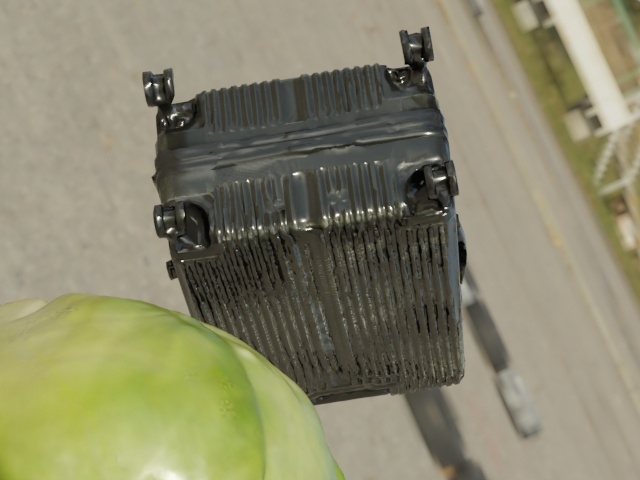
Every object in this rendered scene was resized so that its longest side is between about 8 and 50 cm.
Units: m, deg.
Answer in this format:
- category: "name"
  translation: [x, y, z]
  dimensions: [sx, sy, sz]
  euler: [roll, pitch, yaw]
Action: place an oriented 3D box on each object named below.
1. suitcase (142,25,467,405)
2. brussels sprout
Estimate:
- category: "suitcase"
  translation: [0.000, 0.000, 1.412]
  dimensions: [0.335, 0.229, 0.152]
  euler: [78, 4, -59]
- category: "brussels sprout"
  translation: [-0.111, 0.171, 1.015]
  dimensions: [0.227, 0.259, 0.294]
  euler: [10, 46, -60]
